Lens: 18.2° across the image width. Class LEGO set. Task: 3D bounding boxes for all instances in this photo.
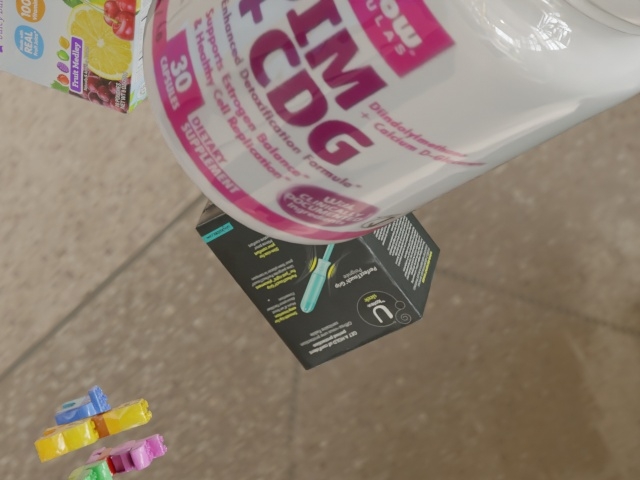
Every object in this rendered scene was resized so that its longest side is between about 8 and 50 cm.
[{"bbox_3d":[-0.182,0.176,1.730,0.093,0.227,0.087,-19,98,6],"label":"LEGO set"}]

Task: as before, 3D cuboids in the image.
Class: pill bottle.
[{"bbox_3d":[0.059,-0.112,0.838,0.160,0.283,0.160,14,65,-31],"label":"pill bottle"}]

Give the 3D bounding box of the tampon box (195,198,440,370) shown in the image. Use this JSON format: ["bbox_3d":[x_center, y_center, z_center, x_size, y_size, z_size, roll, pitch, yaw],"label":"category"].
[{"bbox_3d":[0.000,0.000,1.617,0.161,0.120,0.101,53,30,-22],"label":"tampon box"}]

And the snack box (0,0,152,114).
[{"bbox_3d":[-0.157,-0.137,1.094,0.141,0.100,0.037,20,39,14],"label":"snack box"}]
